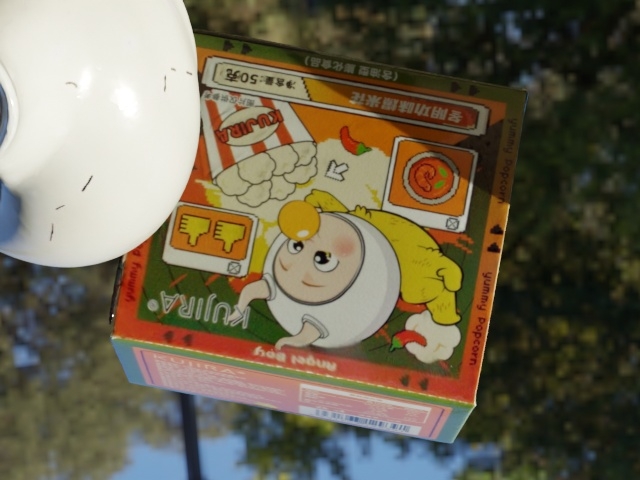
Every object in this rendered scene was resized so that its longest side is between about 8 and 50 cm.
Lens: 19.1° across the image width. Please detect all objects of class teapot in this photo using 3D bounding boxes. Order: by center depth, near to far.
[{"bbox_3d":[-0.157,-0.072,0.829,0.299,0.208,0.166,-21,-152,52],"label":"teapot"}]

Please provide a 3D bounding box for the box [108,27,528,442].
[{"bbox_3d":[0.000,0.000,1.041,0.194,0.178,0.148,11,167,2],"label":"box"}]
